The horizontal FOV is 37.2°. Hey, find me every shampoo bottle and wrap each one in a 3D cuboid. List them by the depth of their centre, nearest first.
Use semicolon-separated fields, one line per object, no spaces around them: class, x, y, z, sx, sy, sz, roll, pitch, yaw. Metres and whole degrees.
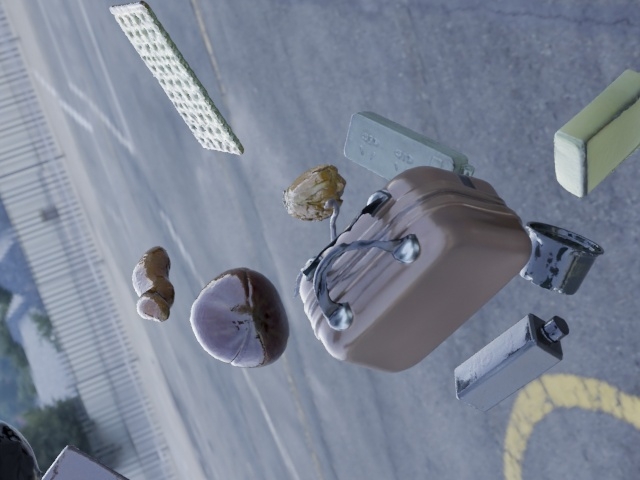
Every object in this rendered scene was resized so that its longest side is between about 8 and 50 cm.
shampoo bottle;0.355;0.219;1.752;0.246;0.079;0.080;-44;28;34

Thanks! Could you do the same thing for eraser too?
eraser;0.415;-0.157;1.386;0.058;0.172;0.117;35;157;36

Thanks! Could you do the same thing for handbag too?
handbag;0.101;0.037;1.275;0.302;0.283;0.149;-46;53;27

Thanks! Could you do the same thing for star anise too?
star anise;0.000;0.000;1.755;0.218;0.148;0.227;-129;21;-63

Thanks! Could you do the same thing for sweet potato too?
sweet potato;-0.154;0.045;0.887;0.179;0.044;0.044;-111;6;-68

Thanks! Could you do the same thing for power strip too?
power strip;0.166;-0.137;1.663;0.288;0.053;0.093;30;119;34

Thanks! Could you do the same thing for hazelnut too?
hazelnut;-0.165;0.177;2.090;0.229;0.230;0.229;58;161;33

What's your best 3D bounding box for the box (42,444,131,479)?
box;-0.245;0.375;1.088;0.153;0.188;0.252;23;157;21

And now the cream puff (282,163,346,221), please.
cream puff;-0.008;-0.090;1.899;0.104;0.133;0.119;51;179;-18

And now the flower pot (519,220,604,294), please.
flower pot;0.461;0.039;1.853;0.157;0.158;0.106;42;120;58

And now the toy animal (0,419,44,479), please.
toy animal;-0.269;0.232;0.747;0.166;0.138;0.179;-6;124;48

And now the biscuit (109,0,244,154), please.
biscuit;-0.188;-0.210;1.238;0.231;0.016;0.139;56;162;-26
